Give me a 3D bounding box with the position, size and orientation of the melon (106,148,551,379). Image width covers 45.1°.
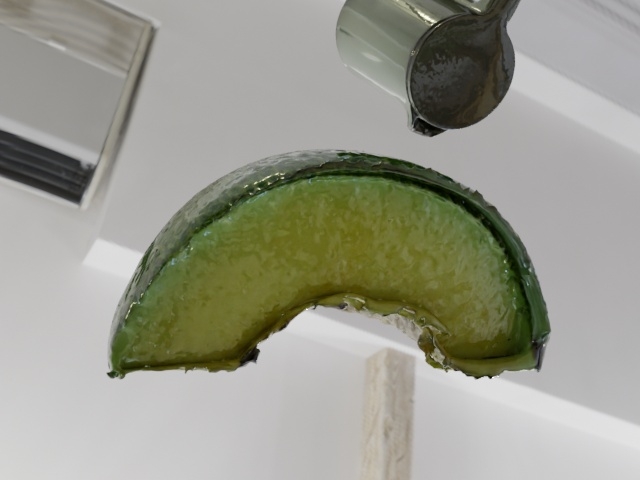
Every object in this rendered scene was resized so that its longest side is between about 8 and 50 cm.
[{"bbox_3d":[0.000,0.000,0.487,0.265,0.169,0.129,1,-76,-19],"label":"melon"}]

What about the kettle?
[{"bbox_3d":[0.092,-0.160,0.619,0.098,0.127,0.148,60,178,-32],"label":"kettle"}]
